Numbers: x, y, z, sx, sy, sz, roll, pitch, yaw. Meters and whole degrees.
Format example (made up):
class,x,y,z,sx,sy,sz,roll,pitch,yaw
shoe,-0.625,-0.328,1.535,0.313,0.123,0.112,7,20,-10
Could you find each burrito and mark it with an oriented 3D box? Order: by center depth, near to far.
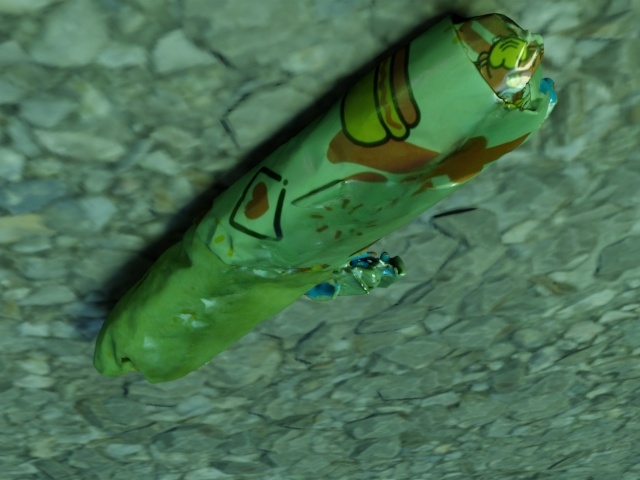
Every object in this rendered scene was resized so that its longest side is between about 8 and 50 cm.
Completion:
class,x,y,z,sx,sy,sz,roll,pitch,yaw
burrito,0.000,0.000,0.435,0.288,0.054,0.104,-35,141,31
